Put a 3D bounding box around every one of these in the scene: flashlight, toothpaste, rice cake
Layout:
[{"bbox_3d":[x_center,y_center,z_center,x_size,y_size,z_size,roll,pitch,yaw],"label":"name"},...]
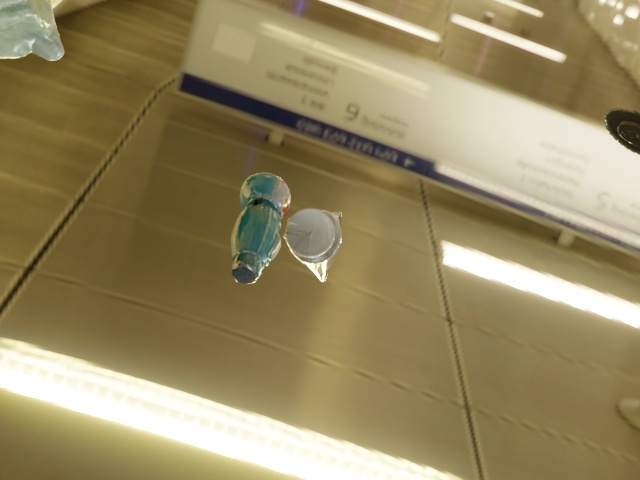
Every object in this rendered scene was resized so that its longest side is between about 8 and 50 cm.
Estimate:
[{"bbox_3d":[-0.059,-0.012,0.966,0.051,0.051,0.129,18,-137,-4],"label":"flashlight"},{"bbox_3d":[0.000,0.000,1.200,0.057,0.089,0.234,14,178,6],"label":"toothpaste"},{"bbox_3d":[-0.237,-0.215,0.729,0.063,0.069,0.207,29,-137,-70],"label":"rice cake"}]

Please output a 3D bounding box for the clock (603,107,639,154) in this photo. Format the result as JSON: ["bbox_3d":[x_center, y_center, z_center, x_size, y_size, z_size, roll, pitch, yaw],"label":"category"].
[{"bbox_3d":[0.341,-0.116,1.159,0.083,0.010,0.074,19,154,55],"label":"clock"}]

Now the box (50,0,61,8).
[{"bbox_3d":[-0.283,-0.315,1.051,0.149,0.233,0.067,49,178,-3],"label":"box"}]
